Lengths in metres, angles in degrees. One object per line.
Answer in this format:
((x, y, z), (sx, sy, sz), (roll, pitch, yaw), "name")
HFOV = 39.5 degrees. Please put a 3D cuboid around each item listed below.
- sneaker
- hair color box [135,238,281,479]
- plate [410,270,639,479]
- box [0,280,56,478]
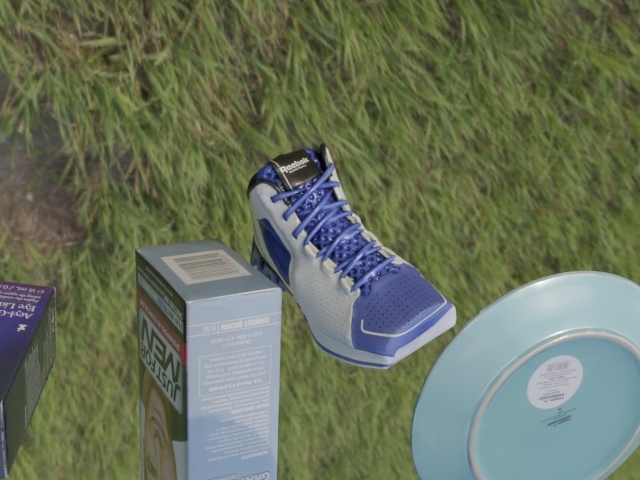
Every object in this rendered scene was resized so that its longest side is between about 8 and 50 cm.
((-0.001, -0.001, 1.004), (0.127, 0.315, 0.182), (-32, 131, -21), "sneaker")
((-0.137, 0.205, 1.051), (0.114, 0.185, 0.374), (-8, 111, -26), "hair color box")
((0.146, 0.107, 0.557), (0.188, 0.024, 0.188), (-8, 117, -16), "plate")
((-0.385, 0.141, 0.963), (0.153, 0.207, 0.108), (6, 121, -5), "box")
